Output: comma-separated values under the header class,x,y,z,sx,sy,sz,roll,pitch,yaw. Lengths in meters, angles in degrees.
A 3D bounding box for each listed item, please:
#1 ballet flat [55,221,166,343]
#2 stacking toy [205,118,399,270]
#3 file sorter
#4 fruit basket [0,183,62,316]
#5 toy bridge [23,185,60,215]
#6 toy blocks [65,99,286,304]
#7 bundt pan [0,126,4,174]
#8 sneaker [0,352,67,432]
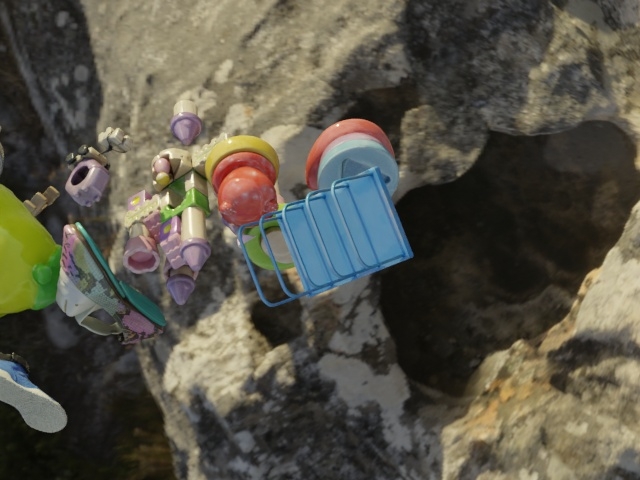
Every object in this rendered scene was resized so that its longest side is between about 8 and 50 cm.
class,x,y,z,sx,sy,sz,roll,pitch,yaw
ballet flat,-0.252,0.065,1.075,0.079,0.221,0.077,-34,56,-4
stacking toy,-0.014,-0.042,1.533,0.309,0.130,0.279,-12,130,-2
file sorter,0.000,0.000,1.143,0.170,0.104,0.118,-24,85,38
fruit basket,-0.473,-0.015,1.143,0.392,0.283,0.392,-1,124,-1
toy bridge,-0.544,-0.060,1.776,0.026,0.188,0.063,42,99,-9
toy blocks,-0.246,-0.040,1.636,0.289,0.309,0.260,-30,43,21
bundt pan,-0.758,-0.179,1.798,0.331,0.124,0.330,-1,107,-2
sneaker,-0.444,0.223,1.416,0.152,0.084,0.058,37,104,-24
